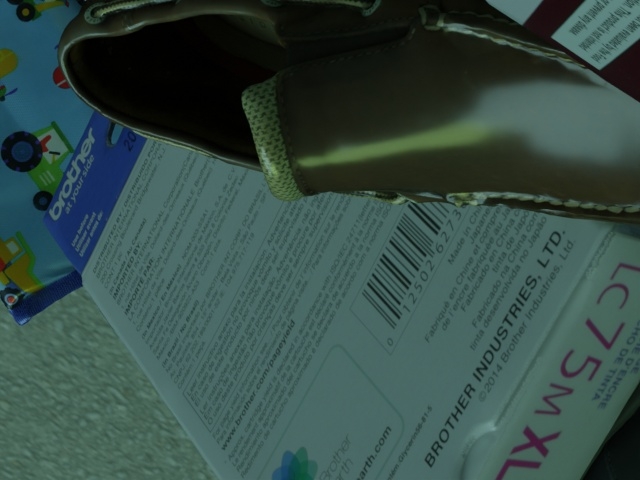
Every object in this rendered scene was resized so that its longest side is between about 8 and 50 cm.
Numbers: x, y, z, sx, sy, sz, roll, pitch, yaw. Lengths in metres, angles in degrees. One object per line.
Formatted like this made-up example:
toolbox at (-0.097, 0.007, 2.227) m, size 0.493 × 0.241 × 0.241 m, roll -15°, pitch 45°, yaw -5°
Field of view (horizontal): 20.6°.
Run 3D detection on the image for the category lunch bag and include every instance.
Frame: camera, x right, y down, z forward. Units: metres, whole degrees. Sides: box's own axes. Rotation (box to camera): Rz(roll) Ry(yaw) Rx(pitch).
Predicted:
lunch bag at (-0.181, -0.092, 1.212) m, size 0.221 × 0.138 × 0.293 m, roll 59°, pitch -173°, yaw -6°

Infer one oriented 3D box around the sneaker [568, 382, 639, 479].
sneaker at (0.147, 0.093, 0.584) m, size 0.083 × 0.222 × 0.118 m, roll 20°, pitch -166°, yaw -24°

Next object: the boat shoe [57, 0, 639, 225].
boat shoe at (0.018, -0.041, 0.546) m, size 0.257 × 0.095 × 0.095 m, roll 17°, pitch 138°, yaw 42°

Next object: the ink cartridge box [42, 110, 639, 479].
ink cartridge box at (0.000, 0.000, 0.703) m, size 0.065 × 0.185 × 0.311 m, roll 13°, pitch -157°, yaw -40°

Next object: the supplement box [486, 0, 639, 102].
supplement box at (0.156, -0.022, 0.346) m, size 0.239 × 0.073 × 0.130 m, roll 35°, pitch 176°, yaw 0°
